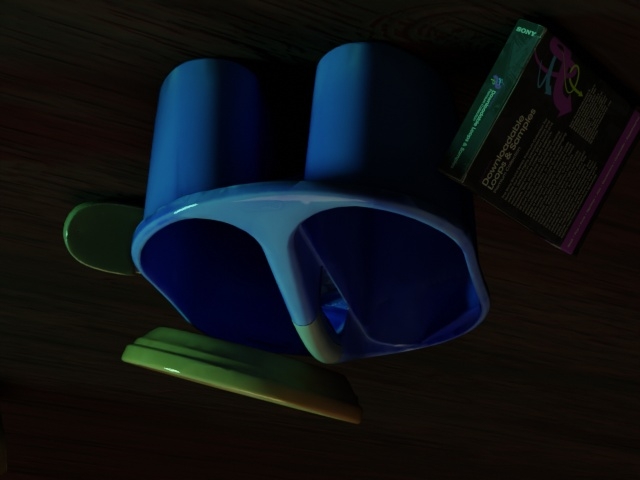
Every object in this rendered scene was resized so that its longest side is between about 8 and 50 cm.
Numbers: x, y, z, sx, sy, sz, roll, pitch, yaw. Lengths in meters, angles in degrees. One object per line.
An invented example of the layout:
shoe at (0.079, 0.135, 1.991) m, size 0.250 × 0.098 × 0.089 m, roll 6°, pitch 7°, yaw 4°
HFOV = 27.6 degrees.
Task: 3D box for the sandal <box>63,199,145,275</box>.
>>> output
sandal at (-0.114, 0.010, 1.172) m, size 0.240 × 0.088 × 0.079 m, roll 16°, pitch -175°, yaw -18°

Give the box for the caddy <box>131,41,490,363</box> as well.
caddy at (0.000, 0.000, 0.975) m, size 0.241 × 0.179 × 0.341 m, roll -4°, pitch 157°, yaw 13°

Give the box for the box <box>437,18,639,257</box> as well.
box at (0.158, -0.067, 0.901) m, size 0.029 × 0.116 × 0.162 m, roll 29°, pitch -179°, yaw 42°

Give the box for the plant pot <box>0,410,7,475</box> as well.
plant pot at (-0.514, 0.255, 1.615) m, size 0.231 × 0.215 × 0.215 m, roll -8°, pitch 161°, yaw -19°

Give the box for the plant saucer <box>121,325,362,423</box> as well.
plant saucer at (-0.060, 0.106, 1.051) m, size 0.200 × 0.037 × 0.200 m, roll 15°, pitch 171°, yaw 2°
